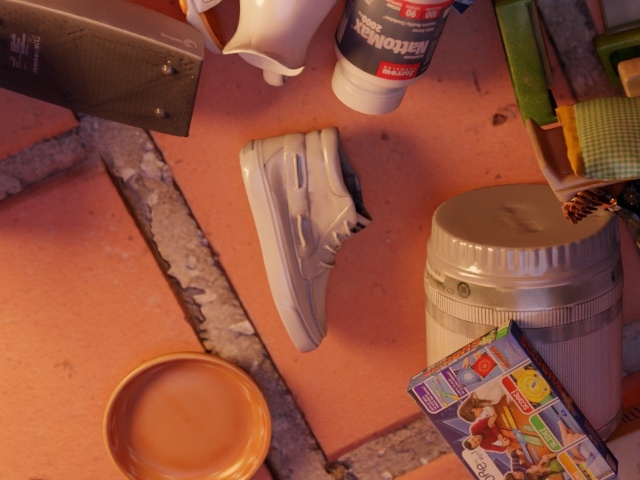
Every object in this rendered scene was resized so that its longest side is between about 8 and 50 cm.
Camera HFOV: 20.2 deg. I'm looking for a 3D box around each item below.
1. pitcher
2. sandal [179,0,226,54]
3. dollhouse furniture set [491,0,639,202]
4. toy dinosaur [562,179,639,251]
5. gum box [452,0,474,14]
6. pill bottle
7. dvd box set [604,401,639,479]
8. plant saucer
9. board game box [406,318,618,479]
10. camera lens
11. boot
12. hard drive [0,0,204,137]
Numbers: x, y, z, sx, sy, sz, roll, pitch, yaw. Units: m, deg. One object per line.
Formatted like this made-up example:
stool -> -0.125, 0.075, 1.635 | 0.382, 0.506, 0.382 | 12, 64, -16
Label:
pitcher -> -0.030, -0.271, 1.892 | 0.125, 0.178, 0.207 | 15, 85, 4
sandal -> -0.128, -0.322, 1.877 | 0.076, 0.102, 0.265 | -16, 110, 6
dollhouse furniture set -> 0.297, -0.180, 1.851 | 0.197, 0.301, 0.151 | -14, 115, 5
toy dinosaur -> 0.357, -0.048, 1.911 | 0.322, 0.218, 0.164 | -30, 150, -30
gum box -> 0.158, -0.360, 1.910 | 0.157, 0.041, 0.184 | 41, 106, -18
pill bottle -> 0.074, -0.225, 1.907 | 0.108, 0.108, 0.180 | 12, 133, -8
dvd box set -> 0.468, 0.309, 2.136 | 0.420, 0.062, 0.308 | -22, 113, -11
plant saucer -> -0.157, 0.218, 2.133 | 0.200, 0.037, 0.200 | -1, 112, -2
board game box -> 0.204, 0.198, 1.912 | 0.136, 0.035, 0.201 | -32, 103, 22
camera lens -> 0.226, 0.098, 2.007 | 0.219, 0.219, 0.274 | -4, 112, -2
boot -> 0.000, 0.000, 2.019 | 0.123, 0.095, 0.258 | -12, 112, 9
hard drive -> -0.249, -0.200, 1.898 | 0.254, 0.054, 0.172 | 16, 149, -2
